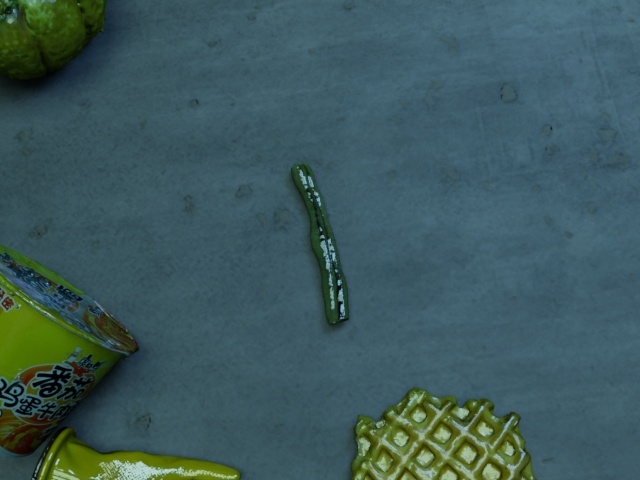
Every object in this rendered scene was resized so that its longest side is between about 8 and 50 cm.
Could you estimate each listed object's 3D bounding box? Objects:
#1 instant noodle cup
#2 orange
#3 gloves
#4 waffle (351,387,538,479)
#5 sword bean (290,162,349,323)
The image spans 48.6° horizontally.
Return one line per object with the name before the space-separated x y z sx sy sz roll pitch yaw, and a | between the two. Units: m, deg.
instant noodle cup | -0.417 0.151 0.966 0.264 0.264 0.200 36 85 13
orange | -0.501 -0.396 1.157 0.301 0.223 0.300 23 64 14
gloves | -0.231 0.352 0.966 0.294 0.116 0.133 16 81 2
waffle | 0.170 0.339 0.966 0.291 0.051 0.291 -2 72 6
sword bean | 0.000 -0.001 1.095 0.043 0.038 0.269 -6 70 -25
